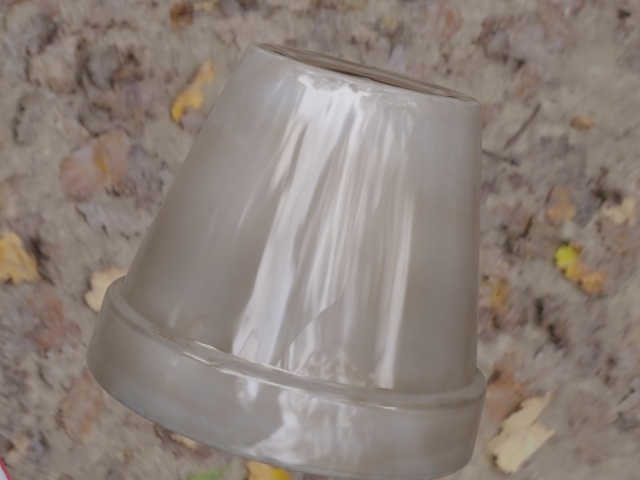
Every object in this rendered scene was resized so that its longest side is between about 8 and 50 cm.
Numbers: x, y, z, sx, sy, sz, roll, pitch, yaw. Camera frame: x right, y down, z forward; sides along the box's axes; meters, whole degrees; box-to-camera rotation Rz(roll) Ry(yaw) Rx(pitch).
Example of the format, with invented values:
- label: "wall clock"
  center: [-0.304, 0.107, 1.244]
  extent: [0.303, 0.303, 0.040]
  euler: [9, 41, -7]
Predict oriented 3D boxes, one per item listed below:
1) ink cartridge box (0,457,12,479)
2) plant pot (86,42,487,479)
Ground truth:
- label: "ink cartridge box"
  center: [-0.318, 0.212, 0.917]
  extent: [0.306, 0.131, 0.226]
  euler: [-43, 69, 24]
- label: "plant pot"
  center: [0.000, 0.000, 1.239]
  extent: [0.323, 0.323, 0.280]
  euler: [15, 100, 3]
